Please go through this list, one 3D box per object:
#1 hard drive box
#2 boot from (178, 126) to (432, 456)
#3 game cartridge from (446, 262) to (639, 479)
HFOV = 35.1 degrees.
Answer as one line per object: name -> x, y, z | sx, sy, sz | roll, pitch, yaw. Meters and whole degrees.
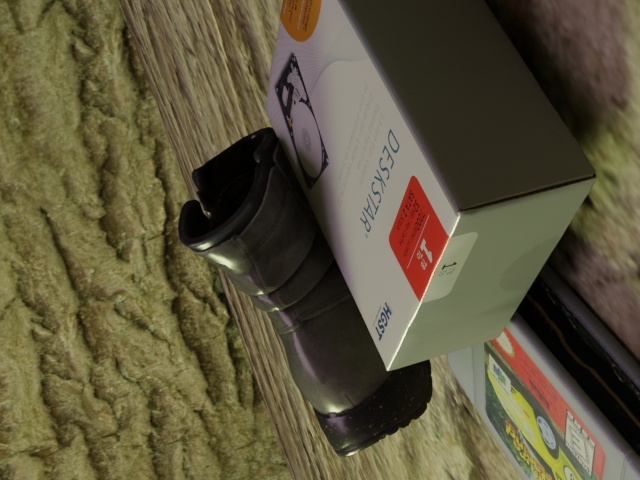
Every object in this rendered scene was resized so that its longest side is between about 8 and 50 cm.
hard drive box -> 0.053, -0.066, 0.643 | 0.181, 0.089, 0.232 | 105, 145, -54
boot -> 0.000, 0.000, 0.821 | 0.223, 0.118, 0.338 | 56, -171, -13
game cartridge -> 0.174, 0.126, 0.717 | 0.294, 0.060, 0.196 | 55, 168, 41
